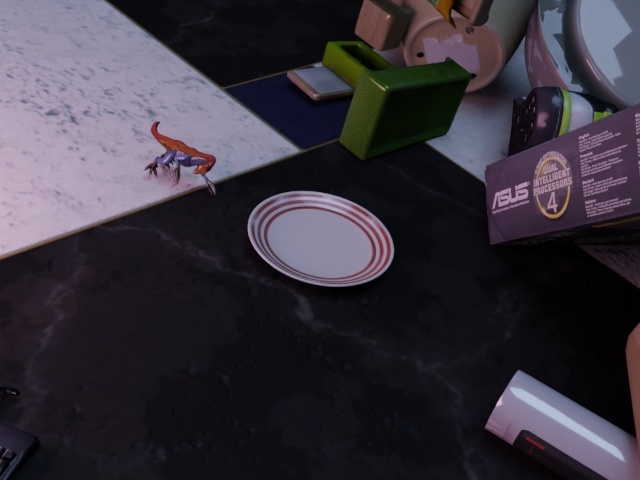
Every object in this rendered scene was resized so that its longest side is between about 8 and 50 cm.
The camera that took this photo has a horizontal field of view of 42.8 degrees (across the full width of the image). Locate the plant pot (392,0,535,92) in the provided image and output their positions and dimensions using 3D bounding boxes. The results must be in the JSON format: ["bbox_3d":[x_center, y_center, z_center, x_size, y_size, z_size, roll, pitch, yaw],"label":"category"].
[{"bbox_3d":[0.193,-0.336,1.102,0.256,0.256,0.274,13,55,-1],"label":"plant pot"}]

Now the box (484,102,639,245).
[{"bbox_3d":[0.374,-0.057,0.702,0.318,0.395,0.097,-3,84,-16],"label":"box"}]

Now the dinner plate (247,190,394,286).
[{"bbox_3d":[0.000,0.000,0.776,0.141,0.017,0.141,8,39,-7],"label":"dinner plate"}]

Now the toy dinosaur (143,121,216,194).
[{"bbox_3d":[-0.135,-0.081,0.793,0.082,0.090,0.047,-15,5,40],"label":"toy dinosaur"}]

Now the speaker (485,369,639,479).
[{"bbox_3d":[0.195,0.154,0.614,0.136,0.055,0.055,31,41,19],"label":"speaker"}]

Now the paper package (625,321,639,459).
[{"bbox_3d":[0.371,0.181,0.497,0.309,0.168,0.325,27,36,-5],"label":"paper package"}]

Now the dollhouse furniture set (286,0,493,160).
[{"bbox_3d":[0.078,-0.277,0.912,0.151,0.301,0.197,-18,51,-38],"label":"dollhouse furniture set"}]

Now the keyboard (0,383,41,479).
[{"bbox_3d":[-0.283,0.107,0.542,0.192,0.038,0.100,20,38,7],"label":"keyboard"}]

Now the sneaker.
[{"bbox_3d":[0.260,-0.114,0.881,0.097,0.084,0.235,6,6,4],"label":"sneaker"}]

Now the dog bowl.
[{"bbox_3d":[0.411,-0.232,0.994,0.348,0.102,0.349,3,72,-9],"label":"dog bowl"}]
